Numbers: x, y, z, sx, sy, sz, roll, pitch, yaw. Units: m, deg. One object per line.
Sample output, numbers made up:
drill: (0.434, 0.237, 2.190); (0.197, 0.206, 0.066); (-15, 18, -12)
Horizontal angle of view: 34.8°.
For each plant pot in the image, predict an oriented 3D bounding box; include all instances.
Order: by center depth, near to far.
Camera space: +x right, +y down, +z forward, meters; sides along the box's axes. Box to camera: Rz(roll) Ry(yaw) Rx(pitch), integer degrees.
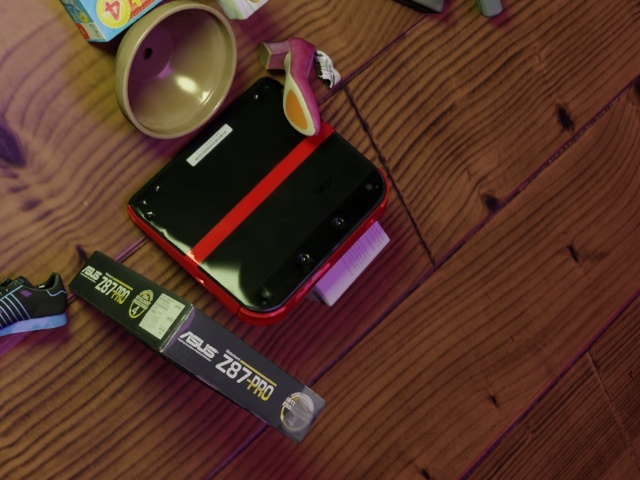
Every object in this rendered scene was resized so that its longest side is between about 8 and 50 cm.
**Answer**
plant pot: (-0.264, -0.301, 1.729); (0.237, 0.109, 0.237); (-29, 137, -32)

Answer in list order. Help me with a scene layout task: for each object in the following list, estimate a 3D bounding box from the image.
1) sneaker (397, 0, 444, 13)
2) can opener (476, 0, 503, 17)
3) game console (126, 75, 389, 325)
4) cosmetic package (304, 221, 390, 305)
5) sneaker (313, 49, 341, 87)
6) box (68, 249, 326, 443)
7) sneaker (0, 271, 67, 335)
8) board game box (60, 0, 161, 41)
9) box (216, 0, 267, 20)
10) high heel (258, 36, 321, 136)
sneaker: (0.170, -0.542, 2.020); (0.227, 0.087, 0.130); (12, 91, -39)
can opener: (0.296, -0.594, 2.119); (0.095, 0.076, 0.283); (-19, 114, 4)
game console: (-0.099, -0.073, 1.841); (0.342, 0.060, 0.386); (41, 69, 9)
cosmetic package: (0.000, 0.000, 1.967); (0.184, 0.151, 0.151); (-46, 121, -19)
sneaker: (0.007, -0.331, 1.979); (0.037, 0.032, 0.083); (-49, 122, -17)
box: (-0.215, 0.173, 1.703); (0.318, 0.395, 0.097); (43, 76, -32)
sneaker: (-0.526, 0.109, 1.673); (0.232, 0.081, 0.091); (-10, 102, -40)
board game box: (-0.335, -0.535, 1.667); (0.308, 0.086, 0.302); (-44, 120, -20)
box: (-0.198, -0.511, 1.674); (0.067, 0.063, 0.324); (-45, 121, -21)
high heel: (-0.020, -0.282, 1.866); (0.117, 0.244, 0.082); (-8, 137, -27)
